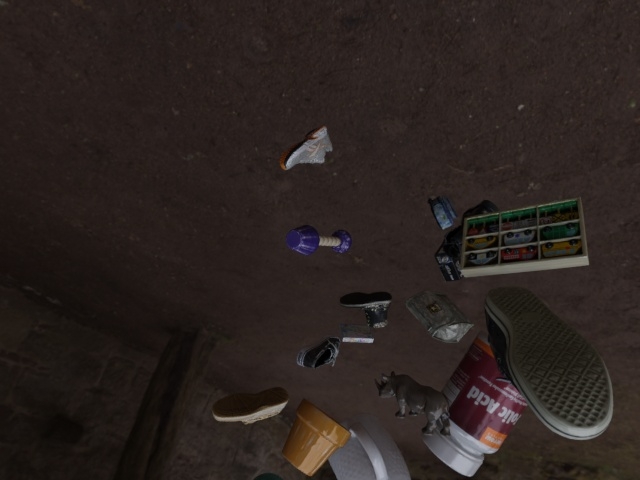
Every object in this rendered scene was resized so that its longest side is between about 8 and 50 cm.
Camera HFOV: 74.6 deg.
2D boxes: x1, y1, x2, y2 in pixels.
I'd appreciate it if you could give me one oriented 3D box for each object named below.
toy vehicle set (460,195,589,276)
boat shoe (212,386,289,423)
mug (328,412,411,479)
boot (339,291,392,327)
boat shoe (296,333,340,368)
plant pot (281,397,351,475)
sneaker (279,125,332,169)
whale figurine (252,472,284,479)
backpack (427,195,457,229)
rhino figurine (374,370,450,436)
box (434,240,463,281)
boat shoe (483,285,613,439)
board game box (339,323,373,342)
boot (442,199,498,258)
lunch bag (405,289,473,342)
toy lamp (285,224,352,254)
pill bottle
[{"bbox_3d":[0.473,-0.005,0.997,0.266,0.166,0.035,-11,139,35],"label":"toy vehicle set"},{"bbox_3d":[-0.150,0.366,0.907,0.170,0.063,0.059,0,121,-28],"label":"boat shoe"},{"bbox_3d":[0.196,0.875,1.650,0.276,0.328,0.374,-22,122,-14],"label":"mug"},{"bbox_3d":[0.207,0.326,1.930,0.236,0.085,0.179,-4,125,-2],"label":"boot"},{"bbox_3d":[0.024,0.489,1.838,0.104,0.113,0.306,14,-176,30],"label":"boat shoe"},{"bbox_3d":[-0.028,0.685,1.448,0.205,0.188,0.205,33,162,12],"label":"plant pot"},{"bbox_3d":[-0.041,-0.330,1.612,0.099,0.262,0.121,1,129,53],"label":"sneaker"},{"bbox_3d":[-0.166,0.945,1.553,0.216,0.141,0.272,33,145,-18],"label":"whale figurine"},{"bbox_3d":[0.475,-0.108,1.615,0.084,0.114,0.105,-26,125,22],"label":"backpack"},{"bbox_3d":[0.233,0.410,1.101,0.073,0.107,0.243,0,-172,-39],"label":"rhino figurine"},{"bbox_3d":[0.613,0.078,1.940,0.077,0.180,0.147,-12,111,42],"label":"box"},{"bbox_3d":[0.501,0.275,0.972,0.186,0.500,0.156,-5,108,7],"label":"boat shoe"},{"bbox_3d":[0.176,0.459,2.084,0.154,0.103,0.026,5,119,-11],"label":"board game box"},{"bbox_3d":[0.507,-0.024,1.492,0.094,0.207,0.246,44,170,10],"label":"boot"},{"bbox_3d":[0.597,0.385,2.153,0.286,0.235,0.169,12,120,-40],"label":"lunch bag"},{"bbox_3d":[0.000,0.000,1.125,0.080,0.080,0.274,-4,178,29],"label":"toy lamp"},{"bbox_3d":[0.497,0.502,1.308,0.224,0.392,0.224,31,-177,-2],"label":"pill bottle"}]
